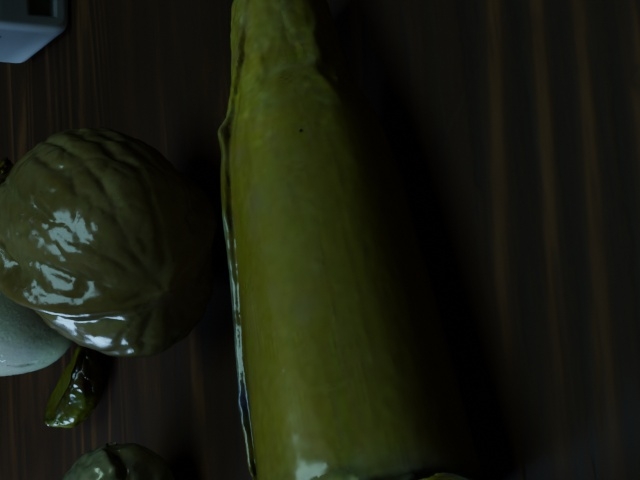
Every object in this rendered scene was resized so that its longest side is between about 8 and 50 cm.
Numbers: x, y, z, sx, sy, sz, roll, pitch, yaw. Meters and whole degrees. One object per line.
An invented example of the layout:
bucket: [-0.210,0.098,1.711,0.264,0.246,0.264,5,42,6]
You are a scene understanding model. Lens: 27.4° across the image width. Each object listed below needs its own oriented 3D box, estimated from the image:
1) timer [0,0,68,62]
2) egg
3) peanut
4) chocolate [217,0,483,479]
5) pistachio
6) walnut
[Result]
timer: [-0.462,-0.359,1.777,0.195,0.194,0.192,-12,79,60]
egg: [-0.375,0.048,1.652,0.264,0.174,0.286,121,166,-48]
peanut: [-0.235,0.330,1.411,0.313,0.149,0.149,-54,44,46]
chocolate: [0.000,0.000,0.984,0.162,0.162,0.445,-48,46,50]
pistachio: [-0.299,0.192,1.615,0.173,0.049,0.089,129,156,-51]
walnut: [-0.211,0.002,1.295,0.261,0.225,0.225,33,118,52]
